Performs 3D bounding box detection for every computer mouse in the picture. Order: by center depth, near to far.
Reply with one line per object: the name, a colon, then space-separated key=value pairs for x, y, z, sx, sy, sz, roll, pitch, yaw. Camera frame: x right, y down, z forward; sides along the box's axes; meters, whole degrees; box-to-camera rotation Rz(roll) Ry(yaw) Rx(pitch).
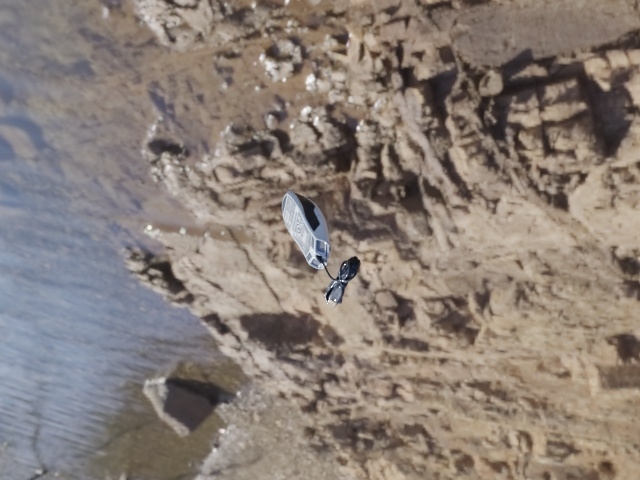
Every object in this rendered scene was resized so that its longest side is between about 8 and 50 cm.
computer mouse: x=0.000 y=0.000 z=1.128 sx=0.042 sy=0.193 sz=0.106 roll=-14 pitch=145 yaw=-23
